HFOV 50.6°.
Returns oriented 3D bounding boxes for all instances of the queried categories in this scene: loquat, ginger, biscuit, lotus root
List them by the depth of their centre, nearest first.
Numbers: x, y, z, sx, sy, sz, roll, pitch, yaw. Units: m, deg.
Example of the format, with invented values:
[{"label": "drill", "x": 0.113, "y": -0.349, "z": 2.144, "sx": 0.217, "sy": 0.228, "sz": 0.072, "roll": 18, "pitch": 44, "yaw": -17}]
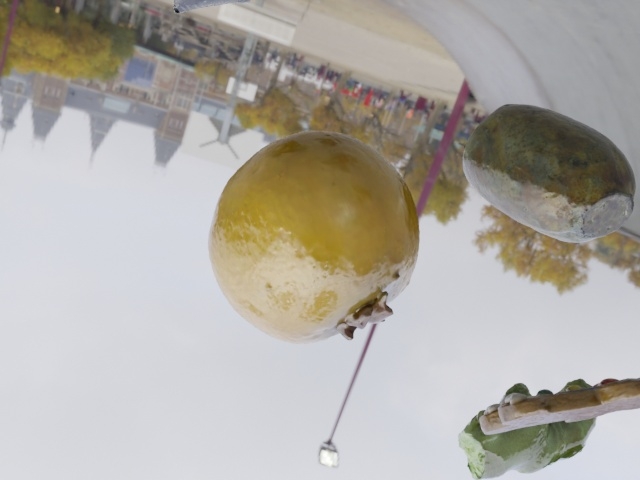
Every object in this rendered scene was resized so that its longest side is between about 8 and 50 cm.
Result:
[{"label": "biscuit", "x": 0.258, "y": 0.152, "z": 0.649, "sx": 0.204, "sy": 0.031, "sz": 0.138, "roll": -6, "pitch": 157, "yaw": -4}, {"label": "loquat", "x": 0.000, "y": 0.000, "z": 0.845, "sx": 0.274, "sy": 0.275, "sz": 0.275, "roll": 18, "pitch": -168, "yaw": -4}, {"label": "ginger", "x": 0.335, "y": 0.289, "z": 1.053, "sx": 0.289, "sy": 0.137, "sz": 0.089, "roll": 3, "pitch": 167, "yaw": -27}, {"label": "lotus root", "x": 0.465, "y": -0.133, "z": 1.371, "sx": 0.250, "sy": 0.251, "sz": 0.346, "roll": 11, "pitch": -156, "yaw": -31}]

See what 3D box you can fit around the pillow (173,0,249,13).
[{"label": "pillow", "x": -0.149, "y": -0.424, "z": 0.953, "sx": 0.141, "sy": 0.208, "sz": 0.055, "roll": -17, "pitch": -127, "yaw": -28}]
